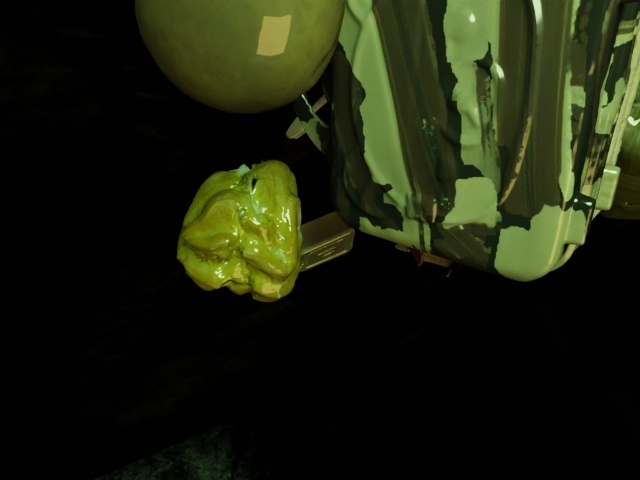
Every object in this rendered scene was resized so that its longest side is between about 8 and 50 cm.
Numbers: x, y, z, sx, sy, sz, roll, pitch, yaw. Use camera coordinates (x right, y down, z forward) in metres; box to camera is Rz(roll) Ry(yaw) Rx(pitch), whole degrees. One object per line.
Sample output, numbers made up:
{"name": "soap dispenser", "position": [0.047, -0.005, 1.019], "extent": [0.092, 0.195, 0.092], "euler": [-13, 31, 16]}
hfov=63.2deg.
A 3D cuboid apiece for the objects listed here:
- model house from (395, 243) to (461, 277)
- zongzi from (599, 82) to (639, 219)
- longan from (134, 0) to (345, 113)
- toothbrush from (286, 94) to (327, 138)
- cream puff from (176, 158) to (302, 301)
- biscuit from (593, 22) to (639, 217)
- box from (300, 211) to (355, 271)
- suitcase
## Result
{"name": "model house", "position": [0.266, -0.046, 1.179], "extent": [0.294, 0.154, 0.207], "euler": [58, 49, -74]}
{"name": "zongzi", "position": [0.446, -0.239, 0.684], "extent": [0.181, 0.418, 0.447], "euler": [5, 172, 27]}
{"name": "longan", "position": [-0.061, -0.197, 0.430], "extent": [0.189, 0.189, 0.189], "euler": [-24, 156, -12]}
{"name": "toothbrush", "position": [0.054, -0.224, 0.684], "extent": [0.269, 0.021, 0.027], "euler": [-39, 167, 21]}
{"name": "cream puff", "position": [-0.118, 0.001, 0.761], "extent": [0.195, 0.194, 0.221], "euler": [-21, 150, -20]}
{"name": "biscuit", "position": [0.269, -0.229, 0.545], "extent": [0.078, 0.144, 0.426], "euler": [-18, 122, -31]}
{"name": "box", "position": [0.000, 0.000, 1.016], "extent": [0.122, 0.062, 0.089], "euler": [-22, 155, -14]}
{"name": "suitcase", "position": [0.124, -0.163, 0.521], "extent": [0.194, 0.339, 0.351], "euler": [-31, 128, -46]}
